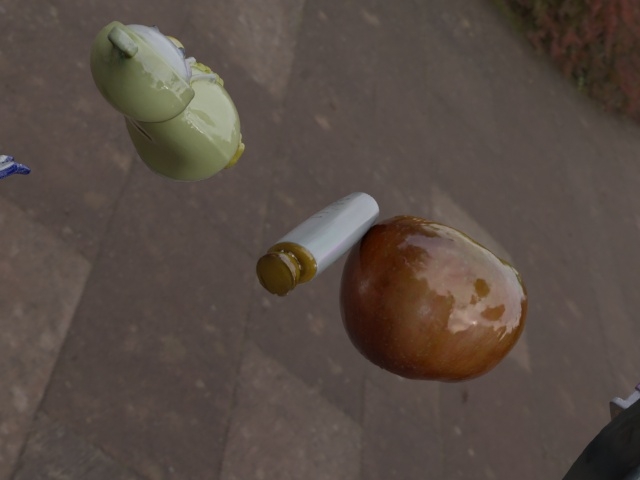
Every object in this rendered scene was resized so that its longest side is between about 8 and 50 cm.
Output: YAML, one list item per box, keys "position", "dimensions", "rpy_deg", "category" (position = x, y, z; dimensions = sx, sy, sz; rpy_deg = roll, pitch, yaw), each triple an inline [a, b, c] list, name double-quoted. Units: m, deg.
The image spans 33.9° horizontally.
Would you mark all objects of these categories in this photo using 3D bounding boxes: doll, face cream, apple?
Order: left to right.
- position: [-0.150, -0.145, 1.055]
  dimensions: [0.141, 0.117, 0.296]
  rpy_deg: [46, -9, 14]
  category: "doll"
- position: [0.000, 0.000, 1.123]
  dimensions: [0.182, 0.072, 0.051]
  rpy_deg: [-38, 116, -49]
  category: "face cream"
- position: [0.127, 0.074, 1.199]
  dimensions: [0.235, 0.173, 0.210]
  rpy_deg: [25, -2, -34]
  category: "apple"

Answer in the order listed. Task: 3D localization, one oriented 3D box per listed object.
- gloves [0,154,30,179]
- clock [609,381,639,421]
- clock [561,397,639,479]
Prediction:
- position: [-0.340, -0.073, 1.084]
  dimensions: [0.086, 0.064, 0.026]
  rpy_deg: [-43, 133, -74]
  category: "gloves"
- position: [0.570, 0.234, 1.512]
  dimensions: [0.166, 0.309, 0.235]
  rpy_deg: [35, -25, 42]
  category: "clock"
- position: [0.282, 0.225, 0.617]
  dimensions: [0.319, 0.319, 0.066]
  rpy_deg: [49, 4, -5]
  category: "clock"
